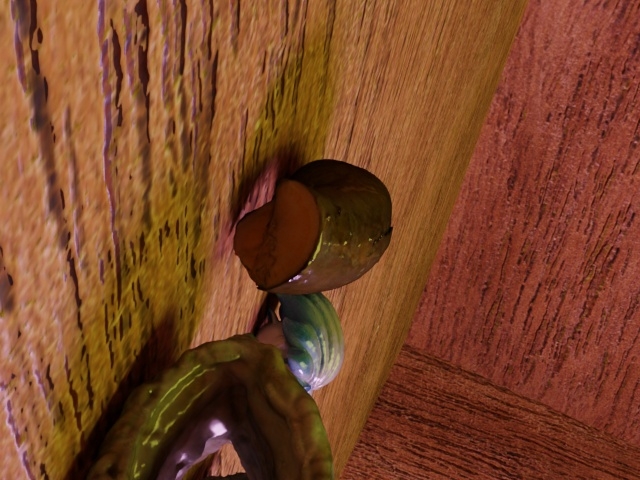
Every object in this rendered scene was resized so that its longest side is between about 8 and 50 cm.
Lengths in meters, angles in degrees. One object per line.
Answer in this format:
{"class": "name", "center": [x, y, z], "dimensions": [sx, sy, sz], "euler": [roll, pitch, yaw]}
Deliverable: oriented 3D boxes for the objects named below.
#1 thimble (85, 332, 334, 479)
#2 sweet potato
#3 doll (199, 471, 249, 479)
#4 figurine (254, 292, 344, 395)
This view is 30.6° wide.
{"class": "thimble", "center": [-0.060, 0.151, 0.678], "dimensions": [0.143, 0.137, 0.190], "euler": [100, 5, -59]}
{"class": "sweet potato", "center": [-0.004, -0.006, 0.834], "dimensions": [0.112, 0.085, 0.286], "euler": [-34, 180, -3]}
{"class": "doll", "center": [-0.078, 0.297, 0.891], "dimensions": [0.340, 0.158, 0.245], "euler": [11, 91, -79]}
{"class": "figurine", "center": [-0.021, 0.078, 0.979], "dimensions": [0.114, 0.079, 0.114], "euler": [-13, 90, -88]}
